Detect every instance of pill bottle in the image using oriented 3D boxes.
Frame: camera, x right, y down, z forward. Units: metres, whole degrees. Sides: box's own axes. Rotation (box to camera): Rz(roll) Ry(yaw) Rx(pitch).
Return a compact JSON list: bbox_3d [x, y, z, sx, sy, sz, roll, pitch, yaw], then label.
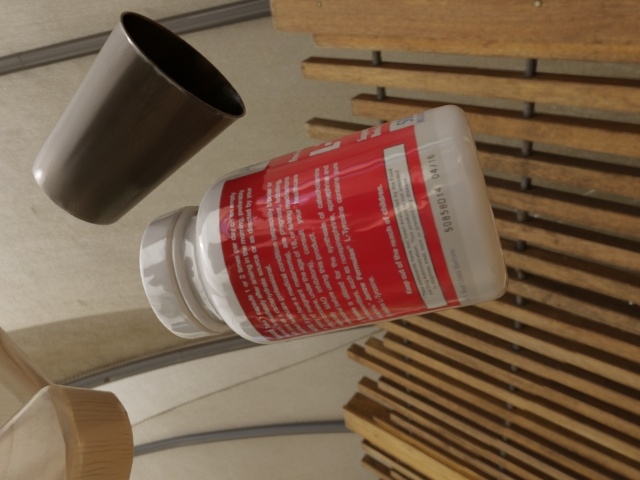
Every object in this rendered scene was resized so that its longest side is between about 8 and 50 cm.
[{"bbox_3d":[0.000,0.000,0.655,0.229,0.408,0.229,-14,-90,-73],"label":"pill bottle"}]

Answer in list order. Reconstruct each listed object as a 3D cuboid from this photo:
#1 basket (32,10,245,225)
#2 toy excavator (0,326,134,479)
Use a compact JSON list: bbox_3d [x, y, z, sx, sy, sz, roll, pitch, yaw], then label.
[{"bbox_3d":[-0.236,-0.137,0.665,0.227,0.154,0.204,-41,-13,18],"label":"basket"},{"bbox_3d":[-0.386,0.055,0.325,0.445,0.432,0.222,-23,-19,-3],"label":"toy excavator"}]
